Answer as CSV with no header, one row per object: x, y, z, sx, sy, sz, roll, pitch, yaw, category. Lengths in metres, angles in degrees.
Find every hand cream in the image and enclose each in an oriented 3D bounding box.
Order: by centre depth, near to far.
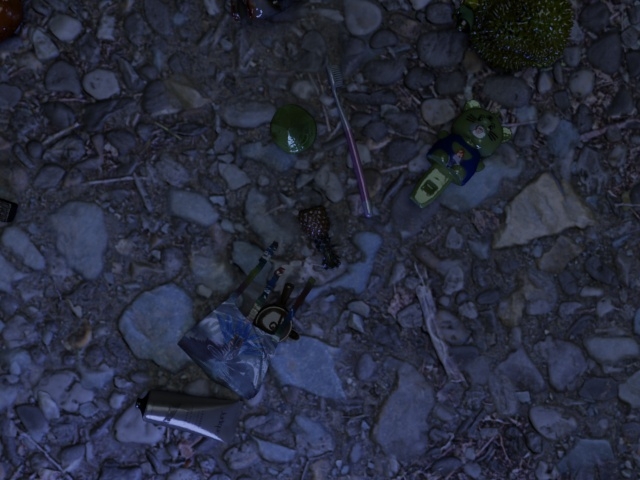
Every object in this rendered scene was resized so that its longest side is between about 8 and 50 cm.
-0.238,0.310,1.100,0.186,0.054,0.087,15,95,-11,hand cream

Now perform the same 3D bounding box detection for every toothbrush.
0.057,-0.182,1.120,0.025,0.020,0.287,-15,93,-11,toothbrush

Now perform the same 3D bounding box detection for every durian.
0.342,-0.382,1.074,0.198,0.159,0.146,19,79,28,durian

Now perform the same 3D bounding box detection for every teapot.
-0.066,0.130,1.090,0.084,0.080,0.110,23,90,-4,teapot

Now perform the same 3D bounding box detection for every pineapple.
0.000,0.000,1.107,0.058,0.058,0.125,-18,98,-4,pineapple

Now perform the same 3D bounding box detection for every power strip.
-0.590,-0.064,1.066,0.111,0.029,0.038,18,91,-5,power strip

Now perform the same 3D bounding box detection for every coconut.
-0.047,-0.195,1.075,0.087,0.096,0.088,2,98,11,coconut

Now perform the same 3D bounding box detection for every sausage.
-0.585,-0.364,1.035,0.179,0.089,0.089,-26,94,0,sausage

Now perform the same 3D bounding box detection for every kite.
-0.113,0.149,1.053,0.169,0.015,0.310,42,118,1,kite

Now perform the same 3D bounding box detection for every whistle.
0.245,-0.153,1.104,0.105,0.085,0.227,42,89,4,whistle

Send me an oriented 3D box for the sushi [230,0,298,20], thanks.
-0.065,-0.525,1.048,0.129,0.124,0.333,13,92,6,sushi
